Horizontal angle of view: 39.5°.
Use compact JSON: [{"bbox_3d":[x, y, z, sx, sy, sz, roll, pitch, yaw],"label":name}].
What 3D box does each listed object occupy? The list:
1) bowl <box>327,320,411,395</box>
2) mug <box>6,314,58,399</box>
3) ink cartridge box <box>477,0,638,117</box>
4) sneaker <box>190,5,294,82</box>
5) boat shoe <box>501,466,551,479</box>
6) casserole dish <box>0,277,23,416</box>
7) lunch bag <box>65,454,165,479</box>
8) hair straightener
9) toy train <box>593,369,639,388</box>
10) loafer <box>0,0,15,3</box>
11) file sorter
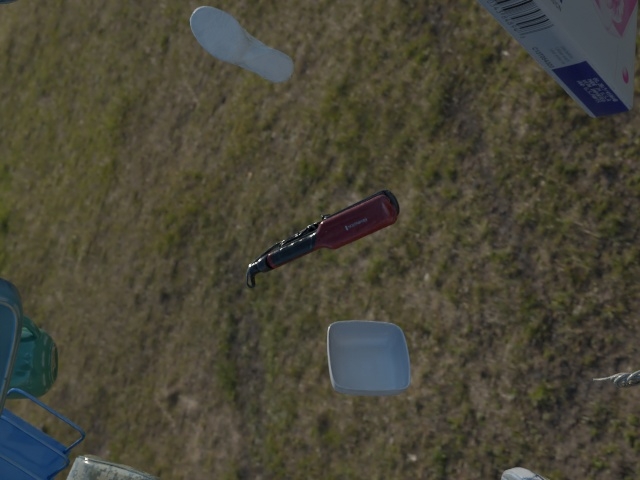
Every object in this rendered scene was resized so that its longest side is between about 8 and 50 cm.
[{"bbox_3d":[0.080,0.210,1.536,0.053,0.142,0.142,102,168,-49],"label":"bowl"},{"bbox_3d":[-0.533,0.217,1.615,0.158,0.097,0.129,103,165,-60],"label":"mug"},{"bbox_3d":[0.291,-0.364,1.067,0.071,0.324,0.330,-7,66,41],"label":"ink cartridge box"},{"bbox_3d":[-0.153,-0.363,1.670,0.080,0.212,0.094,-57,19,7],"label":"sneaker"},{"bbox_3d":[0.386,0.438,1.394,0.302,0.094,0.109,-155,63,-70],"label":"boat shoe"},{"bbox_3d":[-0.320,0.112,0.775,0.037,0.114,0.188,18,95,49],"label":"casserole dish"},{"bbox_3d":[-0.243,0.472,1.200,0.212,0.305,0.256,6,58,37],"label":"lunch bag"},{"bbox_3d":[0.000,0.000,1.150,0.230,0.047,0.089,-30,6,18],"label":"hair straightener"},{"bbox_3d":[0.560,0.255,1.368,0.248,0.105,0.143,-21,83,34],"label":"toy train"},{"bbox_3d":[-0.218,-0.219,0.607,0.111,0.112,0.319,-53,1,7],"label":"loafer"},{"bbox_3d":[-0.378,0.281,1.068,0.104,0.118,0.170,-38,19,47],"label":"file sorter"}]
